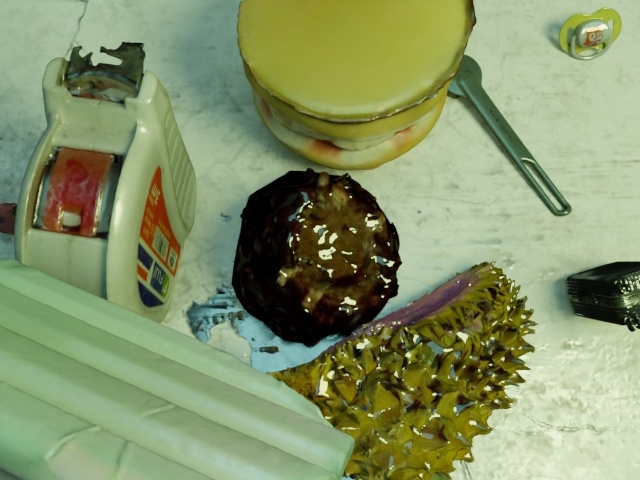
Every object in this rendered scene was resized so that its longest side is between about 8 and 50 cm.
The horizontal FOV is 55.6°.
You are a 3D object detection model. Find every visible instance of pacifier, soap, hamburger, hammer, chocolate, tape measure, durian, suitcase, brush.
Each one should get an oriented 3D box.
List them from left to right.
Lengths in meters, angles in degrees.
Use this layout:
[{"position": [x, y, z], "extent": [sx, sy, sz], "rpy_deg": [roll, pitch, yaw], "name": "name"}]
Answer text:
[{"position": [-0.363, -0.025, 0.755], "extent": [0.083, 0.043, 0.043], "rpy_deg": [7, 73, 2], "name": "hammer"}, {"position": [-0.160, 0.131, 0.420], "extent": [0.346, 0.208, 0.115], "rpy_deg": [21, 102, 10], "name": "soap"}, {"position": [-0.221, -0.030, 0.645], "extent": [0.130, 0.258, 0.265], "rpy_deg": [10, 73, -1], "name": "tape measure"}, {"position": [0.000, 0.000, 0.686], "extent": [0.206, 0.177, 0.224], "rpy_deg": [9, 75, 1], "name": "chocolate"}, {"position": [0.053, -0.235, 0.752], "extent": [0.261, 0.186, 0.303], "rpy_deg": [38, 81, 13], "name": "hamburger"}, {"position": [0.128, 0.140, 0.650], "extent": [0.341, 0.112, 0.191], "rpy_deg": [-22, 67, -26], "name": "durian"}, {"position": [0.246, -0.140, 0.816], "extent": [0.062, 0.027, 0.266], "rpy_deg": [-32, 80, -10], "name": "brush"}, {"position": [0.376, -0.295, 0.854], "extent": [0.083, 0.068, 0.064], "rpy_deg": [-10, 39, 11], "name": "pacifier"}, {"position": [0.350, 0.061, 0.703], "extent": [0.086, 0.126, 0.059], "rpy_deg": [-15, 90, -5], "name": "suitcase"}]

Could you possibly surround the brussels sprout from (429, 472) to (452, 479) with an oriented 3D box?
[{"position": [0.094, 0.327, 0.635], "extent": [0.139, 0.100, 0.181], "rpy_deg": [6, 77, 16], "name": "brussels sprout"}]
